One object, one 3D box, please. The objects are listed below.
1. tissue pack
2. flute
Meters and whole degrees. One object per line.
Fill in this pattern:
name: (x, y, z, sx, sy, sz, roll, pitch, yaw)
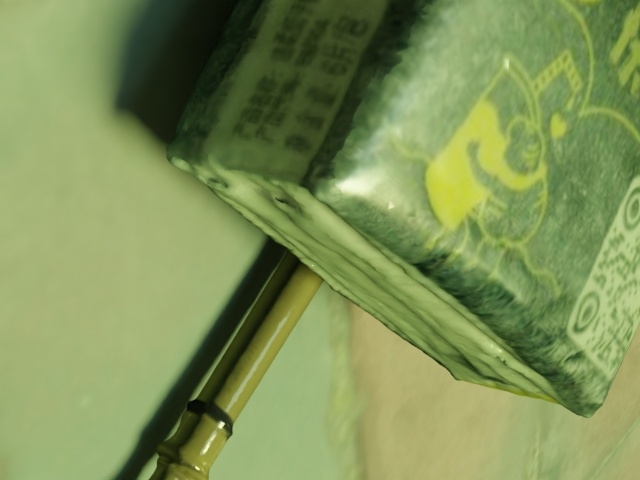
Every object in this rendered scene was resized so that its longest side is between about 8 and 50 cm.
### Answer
tissue pack: (0.079, -0.092, 0.444, 0.185, 0.081, 0.257, 39, 72, -50)
flute: (0.000, 0.000, 0.468, 0.233, 0.027, 0.027, -58, 149, -18)
